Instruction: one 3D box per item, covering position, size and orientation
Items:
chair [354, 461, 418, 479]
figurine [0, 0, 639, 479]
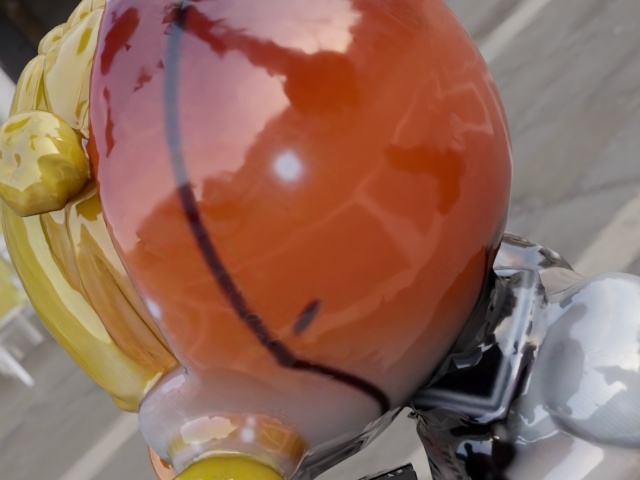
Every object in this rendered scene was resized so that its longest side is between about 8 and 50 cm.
[{"bbox_3d":[0.045,0.178,0.869,0.229,0.113,0.106,-21,-5,43],"label":"chair"},{"bbox_3d":[0.004,-0.001,0.686,0.196,0.323,0.320,-35,22,35],"label":"figurine"}]
